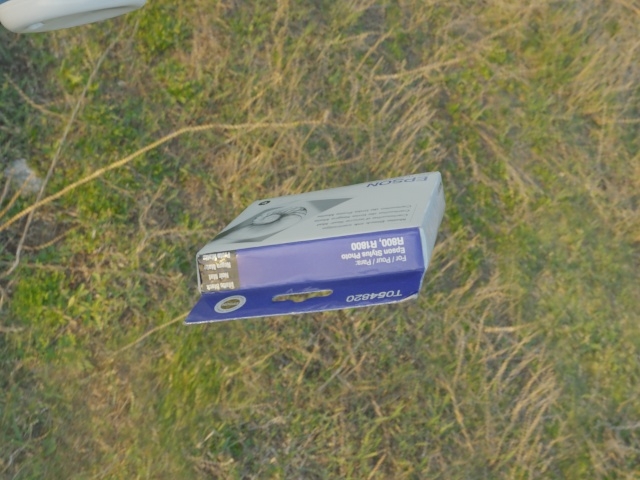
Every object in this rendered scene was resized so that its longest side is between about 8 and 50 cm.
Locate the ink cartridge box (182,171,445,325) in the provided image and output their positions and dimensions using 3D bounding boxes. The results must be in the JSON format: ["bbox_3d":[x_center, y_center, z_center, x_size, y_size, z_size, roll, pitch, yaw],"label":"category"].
[{"bbox_3d":[0.000,0.000,0.698,0.224,0.223,0.045,-59,137,-63],"label":"ink cartridge box"}]

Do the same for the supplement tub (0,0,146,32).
[{"bbox_3d":[-0.253,-0.306,0.672,0.144,0.144,0.199,-28,110,-43],"label":"supplement tub"}]
